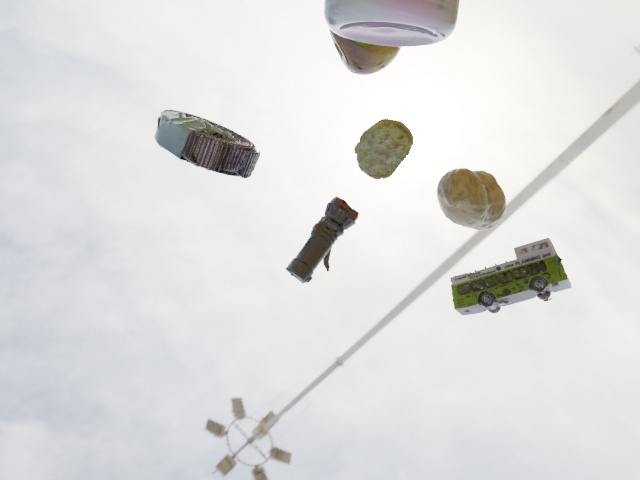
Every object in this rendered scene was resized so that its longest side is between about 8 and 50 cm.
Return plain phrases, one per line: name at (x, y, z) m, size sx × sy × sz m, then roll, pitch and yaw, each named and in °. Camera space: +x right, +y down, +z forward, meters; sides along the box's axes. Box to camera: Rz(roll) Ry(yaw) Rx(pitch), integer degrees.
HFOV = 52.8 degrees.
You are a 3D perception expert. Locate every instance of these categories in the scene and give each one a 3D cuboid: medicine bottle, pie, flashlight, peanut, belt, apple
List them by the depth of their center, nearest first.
medicine bottle at (0.144, -0.546, 1.197) m, size 0.255 × 0.325 × 0.256 m, roll 7°, pitch -173°, yaw -1°
apple at (0.104, -0.456, 1.440) m, size 0.163 × 0.147 × 0.146 m, roll 62°, pitch -179°, yaw 3°
flashlight at (0.000, 0.000, 1.635) m, size 0.093 × 0.232 × 0.093 m, roll 37°, pitch 171°, yaw 7°
belt at (-0.331, -0.282, 1.834) m, size 0.324 × 0.122 × 0.260 m, roll 34°, pitch -160°, yaw 36°
peanut at (0.486, -0.135, 2.060) m, size 0.169 × 0.192 × 0.387 m, roll 28°, pitch -171°, yaw 30°
pie at (0.231, -0.355, 2.439) m, size 0.201 × 0.248 × 0.090 m, roll 27°, pitch -149°, yaw -19°

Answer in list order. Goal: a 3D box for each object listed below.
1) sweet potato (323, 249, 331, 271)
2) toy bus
sweet potato at (0.020, 0.027, 1.738) m, size 0.026 × 0.026 × 0.115 m, roll 14°, pitch -100°, yaw -32°
toy bus at (0.501, 0.107, 1.724) m, size 0.113 × 0.301 × 0.139 m, roll 36°, pitch -140°, yaw -57°
